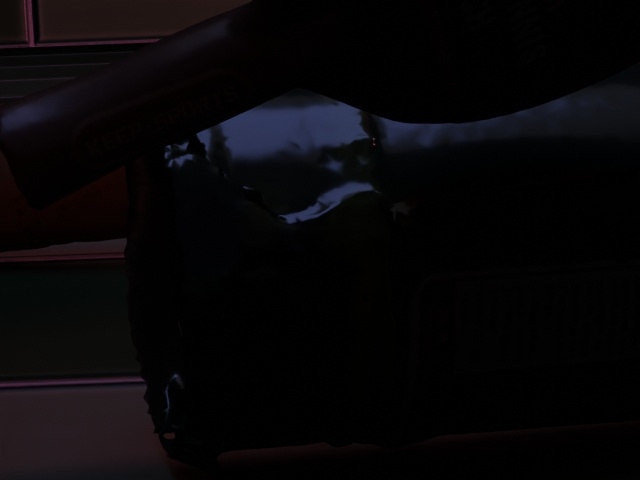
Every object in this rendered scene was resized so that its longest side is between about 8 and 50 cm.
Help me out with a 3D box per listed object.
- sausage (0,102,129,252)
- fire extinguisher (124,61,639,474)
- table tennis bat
[{"bbox_3d":[-0.078,-0.032,0.746,0.301,0.066,0.066,-7,7,13],"label":"sausage"},{"bbox_3d":[0.104,-0.001,0.467,0.294,0.093,0.118,-3,-27,-11],"label":"fire extinguisher"},{"bbox_3d":[0.001,-0.088,0.399,0.170,0.119,0.107,-24,-34,2],"label":"table tennis bat"}]
